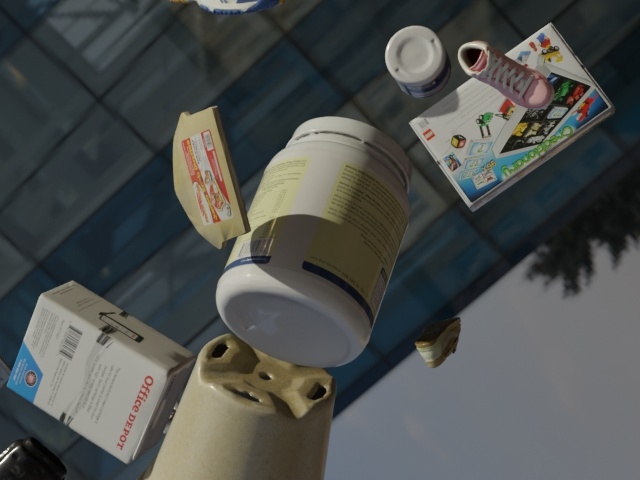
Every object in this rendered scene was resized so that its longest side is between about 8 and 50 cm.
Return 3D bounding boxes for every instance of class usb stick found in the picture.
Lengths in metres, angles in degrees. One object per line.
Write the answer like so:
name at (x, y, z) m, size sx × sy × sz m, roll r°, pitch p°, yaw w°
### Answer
usb stick at (-0.395, 0.328, 1.519) m, size 0.077 × 0.278 × 0.045 m, roll 46°, pitch -178°, yaw -12°

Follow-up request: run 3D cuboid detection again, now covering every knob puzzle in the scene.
knob puzzle at (-0.150, -0.084, 1.888) m, size 0.030 × 0.213 × 0.213 m, roll -17°, pitch -124°, yaw -28°

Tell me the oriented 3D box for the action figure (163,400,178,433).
action figure at (-0.194, 0.369, 2.528) m, size 0.285 × 0.099 × 0.185 m, roll 40°, pitch -150°, yaw -33°

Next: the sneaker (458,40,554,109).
sneaker at (0.230, -0.210, 1.768) m, size 0.134 × 0.051 × 0.070 m, roll 39°, pitch -160°, yaw 22°

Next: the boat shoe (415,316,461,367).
boat shoe at (0.168, 0.142, 1.944) m, size 0.135 × 0.050 × 0.045 m, roll -31°, pitch -76°, yaw -62°

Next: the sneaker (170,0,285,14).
sneaker at (-0.184, -0.479, 2.462) m, size 0.296 × 0.131 × 0.112 m, roll 17°, pitch -151°, yaw 37°

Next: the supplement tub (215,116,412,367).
supplement tub at (0.000, 0.000, 2.084) m, size 0.235 × 0.235 × 0.324 m, roll 41°, pitch -127°, yaw -29°

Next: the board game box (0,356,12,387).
board game box at (-0.624, 0.179, 2.258) m, size 0.027 × 0.145 × 0.281 m, roll 17°, pitch 147°, yaw 42°

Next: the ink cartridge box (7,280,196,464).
ink cartridge box at (-0.283, 0.169, 1.795) m, size 0.203 × 0.148 × 0.086 m, roll 30°, pitch -159°, yaw 13°

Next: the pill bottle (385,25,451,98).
pill bottle at (0.158, -0.277, 2.204) m, size 0.094 × 0.094 × 0.169 m, roll 51°, pitch -175°, yaw 9°

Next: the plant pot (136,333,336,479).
plant pot at (-0.117, 0.327, 2.208) m, size 0.334 × 0.305 × 0.334 m, roll 12°, pitch -152°, yaw -6°

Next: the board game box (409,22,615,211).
board game box at (0.336, -0.216, 2.445) m, size 0.193 × 0.305 × 0.053 m, roll 56°, pitch -175°, yaw 13°
